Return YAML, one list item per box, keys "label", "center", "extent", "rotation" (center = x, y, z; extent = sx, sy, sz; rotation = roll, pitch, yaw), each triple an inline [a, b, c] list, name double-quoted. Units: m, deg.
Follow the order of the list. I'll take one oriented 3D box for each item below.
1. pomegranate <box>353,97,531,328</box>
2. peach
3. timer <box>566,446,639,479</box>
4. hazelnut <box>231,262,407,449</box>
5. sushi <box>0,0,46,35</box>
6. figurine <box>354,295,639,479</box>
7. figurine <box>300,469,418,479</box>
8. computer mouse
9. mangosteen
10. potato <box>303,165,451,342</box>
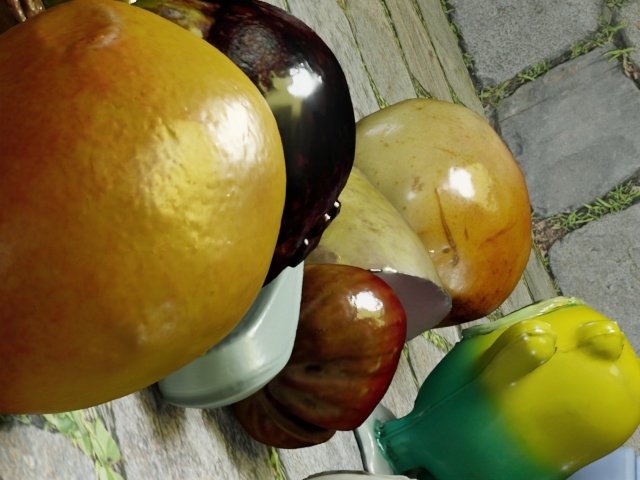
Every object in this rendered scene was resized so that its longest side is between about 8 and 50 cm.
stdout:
- label: "pomegranate"
  center: [0.131, -0.034, 2.372]
  extent: [0.319, 0.319, 0.319]
  rotation: [56, 17, -27]
- label: "peach"
  center: [-0.173, -0.021, 1.332]
  extent: [0.308, 0.289, 0.289]
  rotation: [-22, 86, -56]
- label: "timer"
  center: [0.338, 0.477, 2.312]
  extent: [0.395, 0.173, 0.395]
  rotation: [-1, 90, -80]
- label: "hazelnut"
  center: [-0.012, 0.108, 1.821]
  extent: [0.178, 0.204, 0.178]
  rotation: [37, 35, -32]
- label: "sushi"
  center: [-0.284, -0.216, 1.719]
  extent: [0.052, 0.055, 0.120]
  rotation: [-31, 87, -30]
- label: "figurine"
  center: [0.230, 0.207, 2.189]
  extent: [0.323, 0.340, 0.231]
  rotation: [42, 26, -51]
- label: "figurine"
  center: [0.039, 0.309, 1.659]
  extent: [0.166, 0.250, 0.141]
  rotation: [56, 35, -38]
- label: "computer mouse"
  center: [-0.084, 0.081, 1.730]
  extent: [0.231, 0.128, 0.079]
  rotation: [-68, 144, -53]
- label: "mangosteen"
  center: [-0.126, -0.085, 1.656]
  extent: [0.297, 0.313, 0.297]
  rotation: [9, 90, -86]
- label: "potato"
  center: [0.000, 0.000, 2.053]
  extent: [0.229, 0.229, 0.266]
  rotation: [42, 22, -54]
